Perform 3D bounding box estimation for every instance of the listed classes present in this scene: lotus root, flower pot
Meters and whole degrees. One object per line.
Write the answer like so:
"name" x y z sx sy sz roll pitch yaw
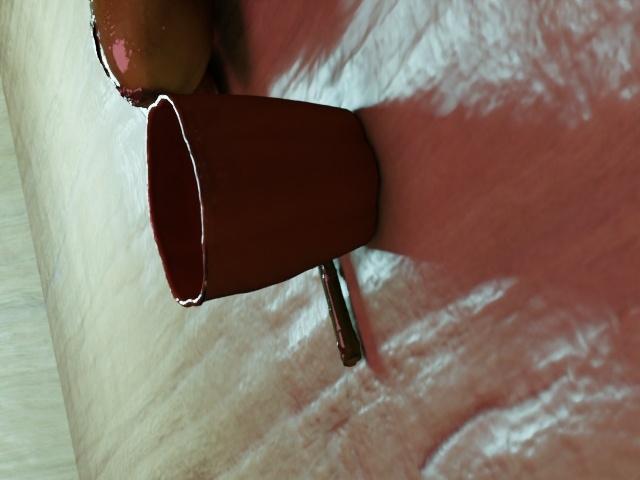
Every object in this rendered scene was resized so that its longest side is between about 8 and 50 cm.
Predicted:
"lotus root" -0.186 -0.269 1.454 0.146 0.131 0.303 49 -155 -52
"flower pot" -0.050 -0.046 1.149 0.190 0.173 0.190 170 90 -71

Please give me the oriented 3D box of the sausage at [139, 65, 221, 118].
"sausage" -0.191 -0.224 1.572 0.109 0.109 0.270 102 152 -46

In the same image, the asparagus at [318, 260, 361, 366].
"asparagus" 0.000 0.000 1.256 0.025 0.024 0.248 -22 73 26
